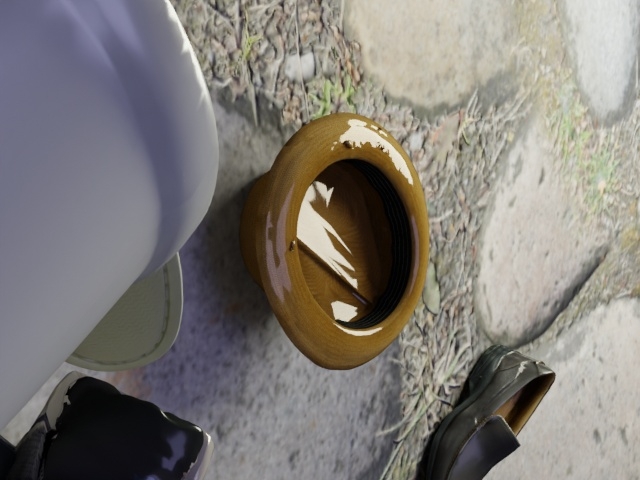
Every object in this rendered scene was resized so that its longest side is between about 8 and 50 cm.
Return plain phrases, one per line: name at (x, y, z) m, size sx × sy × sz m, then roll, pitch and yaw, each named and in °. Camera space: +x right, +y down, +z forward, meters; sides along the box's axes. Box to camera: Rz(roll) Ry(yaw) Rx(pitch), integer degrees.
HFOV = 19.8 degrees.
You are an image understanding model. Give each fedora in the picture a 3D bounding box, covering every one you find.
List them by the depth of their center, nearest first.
fedora at (0.000, 0.000, 1.339) m, size 0.194 × 0.079 × 0.194 m, roll -7°, pitch 99°, yaw -47°

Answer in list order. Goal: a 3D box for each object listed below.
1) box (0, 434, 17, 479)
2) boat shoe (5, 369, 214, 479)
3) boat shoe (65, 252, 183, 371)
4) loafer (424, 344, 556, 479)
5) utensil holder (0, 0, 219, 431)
box at (-0.276, 0.175, 0.937) m, size 0.051 × 0.175 × 0.220 m, roll 48°, pitch 60°, yaw -45°
boat shoe at (-0.153, 0.195, 1.043) m, size 0.340 × 0.127 × 0.158 m, roll 111°, pitch 5°, yaw -67°
boat shoe at (-0.175, -0.069, 1.070) m, size 0.340 × 0.127 × 0.113 m, roll 57°, pitch 17°, yaw -35°
loafer at (0.144, 0.166, 1.581) m, size 0.170 × 0.061 × 0.062 m, roll -61°, pitch 140°, yaw -22°
utensil holder at (-0.285, 0.013, 0.775) m, size 0.385 × 0.327 × 0.328 m, roll -50°, pitch 134°, yaw -30°
